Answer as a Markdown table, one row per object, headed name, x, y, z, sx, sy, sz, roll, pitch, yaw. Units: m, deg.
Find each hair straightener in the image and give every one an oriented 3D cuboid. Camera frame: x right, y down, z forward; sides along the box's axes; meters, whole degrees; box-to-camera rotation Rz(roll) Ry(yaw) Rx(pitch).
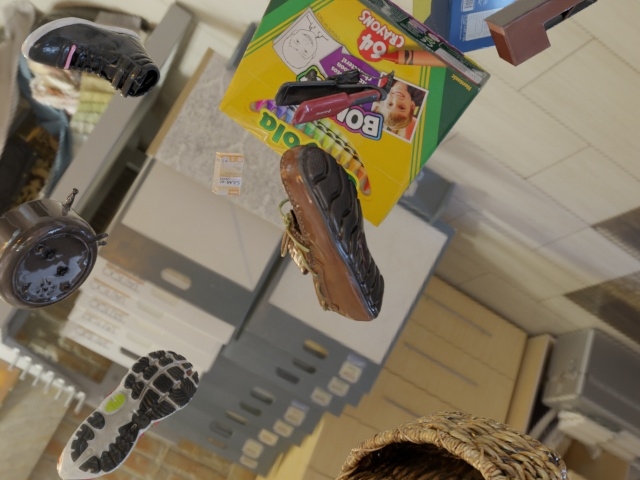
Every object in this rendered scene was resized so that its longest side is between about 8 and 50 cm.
| name | x | y | z | sx | sy | sz | roll | pitch | yaw |
| --- | --- | --- | --- | --- | --- | --- | --- | --- | --- |
| hair straightener | 0.022 | -0.224 | 0.980 | 0.089 | 0.230 | 0.047 | 48 | 138 | 19 |

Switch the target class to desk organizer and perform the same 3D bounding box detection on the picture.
| name | x | y | z | sx | sy | sz | roll | pitch | yaw |
| --- | --- | --- | --- | --- | --- | --- | --- | --- | --- |
| desk organizer | 0.252 | -0.249 | 0.760 | 0.050 | 0.130 | 0.047 | 58 | -176 | -31 |

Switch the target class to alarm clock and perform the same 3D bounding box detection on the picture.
| name | x | y | z | sx | sy | sz | roll | pitch | yaw |
| --- | --- | --- | --- | --- | --- | --- | --- | --- | --- |
| alarm clock | -0.343 | 0.031 | 0.815 | 0.064 | 0.192 | 0.129 | 40 | 157 | 30 |

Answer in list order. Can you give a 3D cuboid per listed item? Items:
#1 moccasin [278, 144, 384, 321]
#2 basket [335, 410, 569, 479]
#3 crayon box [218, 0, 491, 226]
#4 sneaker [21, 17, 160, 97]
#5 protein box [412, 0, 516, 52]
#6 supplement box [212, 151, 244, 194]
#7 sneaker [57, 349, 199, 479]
| name | x | y | z | sx | sy | sz | roll | pitch | yaw |
| --- | --- | --- | --- | --- | --- | --- | --- | --- | --- |
| moccasin | 0.001 | -0.003 | 1.117 | 0.146 | 0.139 | 0.380 | 1 | 148 | 19 |
| basket | 0.136 | 0.346 | 0.868 | 0.223 | 0.214 | 0.299 | -13 | -178 | -38 |
| crayon box | 0.046 | -0.253 | 1.187 | 0.362 | 0.106 | 0.313 | 37 | 125 | 4 |
| sneaker | -0.449 | -0.366 | 1.422 | 0.147 | 0.295 | 0.105 | 48 | 122 | 16 |
| protein box | 0.301 | -0.492 | 1.358 | 0.136 | 0.201 | 0.200 | 48 | 148 | 49 |
| supplement box | -0.224 | -0.162 | 1.685 | 0.062 | 0.099 | 0.036 | -2 | -160 | -32 |
| sneaker | -0.309 | 0.274 | 1.102 | 0.107 | 0.279 | 0.118 | 50 | 130 | 1 |
